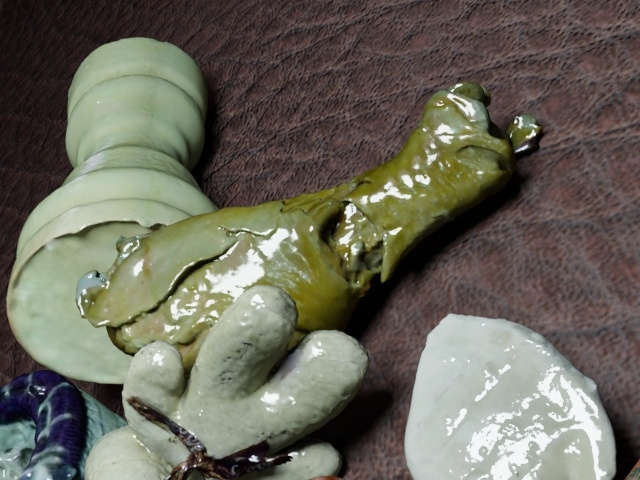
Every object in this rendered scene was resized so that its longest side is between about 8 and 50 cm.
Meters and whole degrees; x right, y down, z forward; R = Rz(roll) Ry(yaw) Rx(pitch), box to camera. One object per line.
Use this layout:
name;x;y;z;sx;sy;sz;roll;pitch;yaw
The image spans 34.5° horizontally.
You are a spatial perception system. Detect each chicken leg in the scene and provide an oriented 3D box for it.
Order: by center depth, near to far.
chicken leg;0.000;0.000;0.914;0.429;0.201;0.152;-33;-4;12

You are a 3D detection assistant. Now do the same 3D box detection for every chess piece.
chess piece;-0.216;-0.064;1.200;0.234;0.234;0.442;-38;32;22

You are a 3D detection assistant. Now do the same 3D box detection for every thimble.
thimble;-0.284;0.255;1.043;0.237;0.150;0.237;-30;39;28

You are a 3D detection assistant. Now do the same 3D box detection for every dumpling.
dumpling;0.133;0.134;0.693;0.150;0.092;0.177;-27;42;36

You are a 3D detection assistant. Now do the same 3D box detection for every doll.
doll;-0.088;0.162;0.835;0.175;0.149;0.278;43;109;17

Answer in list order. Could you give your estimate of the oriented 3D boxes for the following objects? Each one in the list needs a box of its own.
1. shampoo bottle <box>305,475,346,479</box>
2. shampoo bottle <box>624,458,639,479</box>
shampoo bottle;0.022;0.285;0.720;0.102;0.064;0.260;-40;36;18
shampoo bottle;0.245;0.109;0.592;0.244;0.085;0.085;-55;34;-4
